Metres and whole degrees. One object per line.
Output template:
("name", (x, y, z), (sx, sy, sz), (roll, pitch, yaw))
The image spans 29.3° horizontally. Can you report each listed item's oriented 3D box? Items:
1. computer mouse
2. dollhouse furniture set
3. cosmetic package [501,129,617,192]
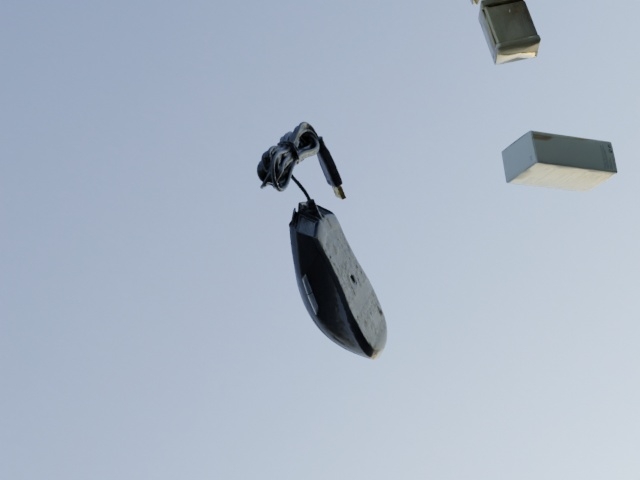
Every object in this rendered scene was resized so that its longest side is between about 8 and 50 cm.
("computer mouse", (0.000, 0.000, 1.341), (0.060, 0.184, 0.262), (-21, -72, 21))
("dollhouse furniture set", (0.214, -0.279, 1.124), (0.161, 0.182, 0.101), (-13, -26, -4))
("cosmetic package", (0.266, -0.087, 1.364), (0.115, 0.060, 0.041), (6, -114, -29))
